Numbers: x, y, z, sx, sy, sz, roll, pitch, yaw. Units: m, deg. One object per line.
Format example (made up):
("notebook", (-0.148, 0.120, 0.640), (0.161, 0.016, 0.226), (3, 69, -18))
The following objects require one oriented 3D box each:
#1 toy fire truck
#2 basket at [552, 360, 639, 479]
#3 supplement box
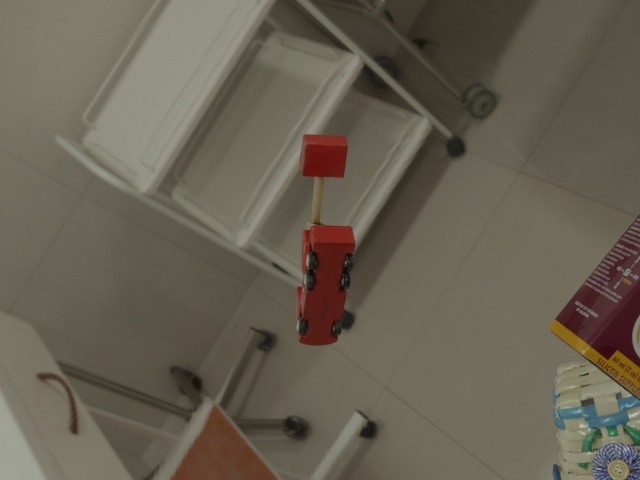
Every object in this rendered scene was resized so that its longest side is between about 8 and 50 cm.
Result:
("toy fire truck", (0.000, 0.000, 0.880), (0.135, 0.047, 0.192), (-102, 16, -53))
("basket", (0.391, 0.276, 0.967), (0.254, 0.289, 0.201), (-19, 10, 19))
("supplement box", (0.315, 0.047, 0.755), (0.188, 0.104, 0.081), (-52, 12, 5))
